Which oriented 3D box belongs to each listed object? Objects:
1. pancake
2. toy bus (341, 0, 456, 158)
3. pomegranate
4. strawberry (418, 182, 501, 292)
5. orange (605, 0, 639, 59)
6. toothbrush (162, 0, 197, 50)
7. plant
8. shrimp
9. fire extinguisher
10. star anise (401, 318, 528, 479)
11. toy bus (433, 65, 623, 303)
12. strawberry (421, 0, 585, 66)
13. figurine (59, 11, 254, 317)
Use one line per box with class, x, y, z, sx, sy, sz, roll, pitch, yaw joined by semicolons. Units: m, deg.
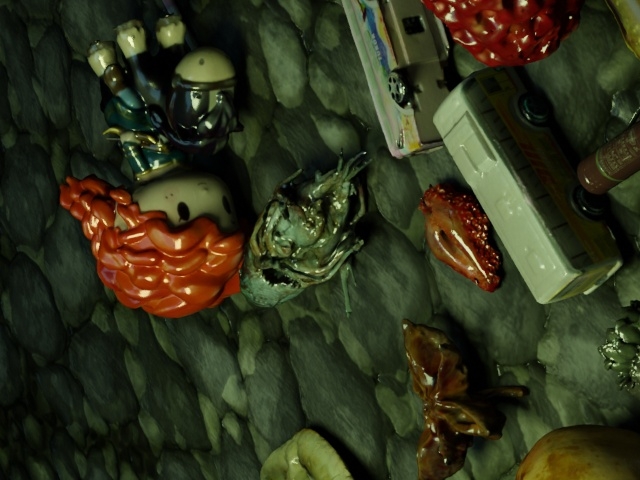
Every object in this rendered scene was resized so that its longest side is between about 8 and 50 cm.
pancake;0.017;0.452;2.464;0.387;0.082;0.387;35;133;48
toy bus;0.089;-0.235;2.048;0.112;0.090;0.274;-23;83;66
pomegranate;0.295;0.288;1.870;0.207;0.207;0.207;29;127;47
strawberry;0.160;-0.002;2.084;0.152;0.048;0.104;59;148;26
orange;0.357;-0.309;1.497;0.271;0.210;0.368;7;112;30
toothbrush;-0.219;-0.346;2.517;0.286;0.020;0.025;65;153;13
plant;0.350;0.125;1.826;0.143;0.092;0.094;44;145;29
shrimp;-0.001;0.000;2.264;0.172;0.137;0.372;34;155;-7
fire extinguisher;0.322;-0.102;1.806;0.157;0.045;0.078;-39;50;56
star anise;0.155;0.196;2.123;0.212;0.111;0.196;54;138;40
toy bus;0.220;-0.062;1.913;0.268;0.106;0.092;62;144;17
strawberry;0.175;-0.338;1.731;0.345;0.295;0.317;59;-169;-23
figurine;-0.211;-0.106;2.444;0.306;0.241;0.411;14;105;32
